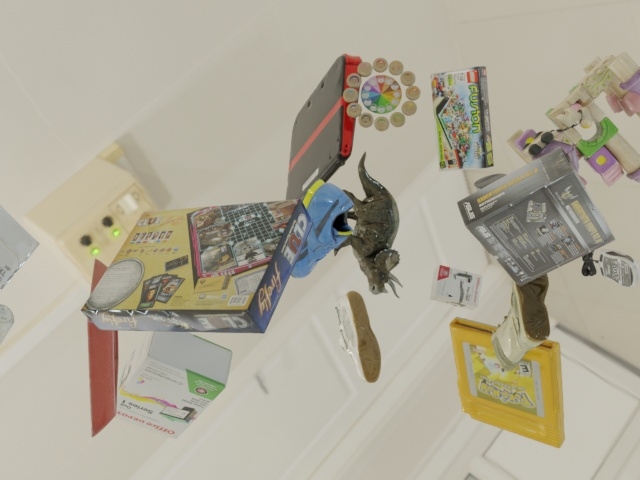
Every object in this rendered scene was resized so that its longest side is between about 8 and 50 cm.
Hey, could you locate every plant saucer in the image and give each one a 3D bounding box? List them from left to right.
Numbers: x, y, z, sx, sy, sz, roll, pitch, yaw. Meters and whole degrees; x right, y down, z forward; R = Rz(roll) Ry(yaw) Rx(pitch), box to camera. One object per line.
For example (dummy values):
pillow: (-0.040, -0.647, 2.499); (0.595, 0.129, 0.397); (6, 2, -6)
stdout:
plant saucer: (-0.420, 0.201, 1.431); (0.259, 0.047, 0.259); (-118, 30, -64)

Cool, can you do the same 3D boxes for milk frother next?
milk frother: (0.443, -0.079, 1.751); (0.143, 0.129, 0.135); (-7, 113, 35)

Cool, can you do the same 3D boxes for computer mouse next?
computer mouse: (0.639, 0.053, 1.606); (0.193, 0.042, 0.106); (-140, 39, -67)

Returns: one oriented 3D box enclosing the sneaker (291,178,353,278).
sneaker: (0.000, 0.000, 1.177); (0.082, 0.069, 0.209); (32, 135, 15)

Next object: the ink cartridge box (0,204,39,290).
ink cartridge box: (-0.533, 0.006, 0.962); (0.232, 0.168, 0.171); (1, 139, 40)

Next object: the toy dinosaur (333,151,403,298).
toy dinosaur: (0.113, -0.034, 1.641); (0.160, 0.314, 0.121); (5, 175, 4)

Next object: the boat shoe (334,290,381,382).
boat shoe: (0.102, 0.293, 2.169); (0.096, 0.277, 0.098); (-29, 153, 36)

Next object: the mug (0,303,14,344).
mug: (-0.513, 0.134, 1.139); (0.062, 0.078, 0.064); (45, 120, -11)

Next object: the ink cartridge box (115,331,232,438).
ink cartridge box: (-0.368, 0.342, 1.769); (0.201, 0.117, 0.278); (26, 129, -19)

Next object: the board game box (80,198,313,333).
board game box: (-0.144, 0.030, 0.860); (0.243, 0.165, 0.042); (-3, 136, 31)

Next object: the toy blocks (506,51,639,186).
toy blocks: (0.568, -0.186, 1.459); (0.260, 0.288, 0.309); (46, -169, -3)

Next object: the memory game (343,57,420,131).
memory game: (0.146, -0.348, 1.746); (0.186, 0.186, 0.012); (41, 175, 10)

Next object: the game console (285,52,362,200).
game console: (0.005, -0.275, 1.958); (0.060, 0.342, 0.386); (13, 152, -19)

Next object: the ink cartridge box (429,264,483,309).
ink cartridge box: (0.397, 0.137, 2.143); (0.135, 0.099, 0.056); (14, 162, -5)

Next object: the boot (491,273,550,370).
boot: (0.419, 0.152, 1.556); (0.077, 0.213, 0.165); (10, 144, -5)

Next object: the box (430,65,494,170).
box: (0.296, -0.252, 1.535); (0.114, 0.036, 0.207); (-1, 100, 38)

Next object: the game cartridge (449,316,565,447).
game cartridge: (0.478, 0.365, 1.886); (0.285, 0.052, 0.324); (11, 126, 38)

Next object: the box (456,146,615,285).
box: (0.355, -0.031, 1.200); (0.231, 0.183, 0.056); (38, -150, -44)
